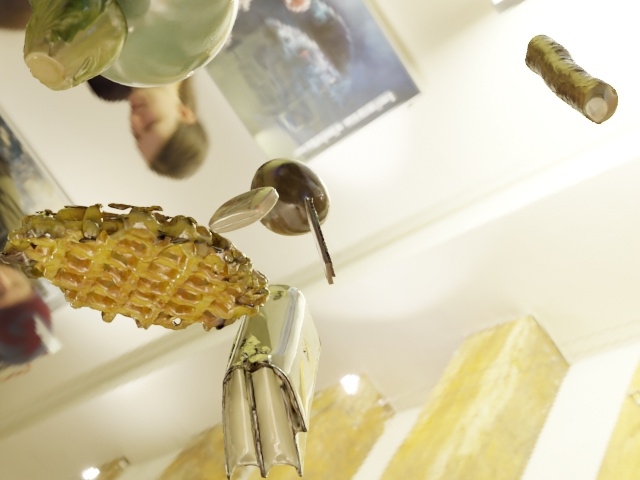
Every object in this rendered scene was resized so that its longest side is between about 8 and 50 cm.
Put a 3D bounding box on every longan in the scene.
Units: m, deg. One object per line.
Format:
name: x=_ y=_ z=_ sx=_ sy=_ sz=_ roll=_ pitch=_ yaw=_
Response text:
longan: x=-0.076 y=-0.101 z=2.231 sx=0.198 sy=0.198 sz=0.212 roll=-35 pitch=-130 yaw=-2

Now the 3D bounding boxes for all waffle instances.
waffle: x=-0.273 y=0.043 z=1.457 sx=0.379 sy=0.382 sz=0.095 roll=0 pitch=-114 yaw=20

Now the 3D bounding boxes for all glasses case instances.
glasses case: x=-0.159 y=-0.061 z=1.911 sx=0.204 sy=0.051 sz=0.081 roll=-17 pitch=-152 yaw=49

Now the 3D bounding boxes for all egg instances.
egg: x=-0.283 y=-0.396 z=1.552 sx=0.276 sy=0.276 sz=0.389 roll=-40 pitch=-165 yaw=-28

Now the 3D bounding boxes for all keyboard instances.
keyboard: x=0.000 y=0.000 z=1.549 sx=0.017 sy=0.055 sz=0.166 roll=-13 pitch=-136 yaw=-5

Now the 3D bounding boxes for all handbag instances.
handbag: x=-0.089 y=0.254 z=1.759 sx=0.160 sy=0.237 sz=0.358 roll=-6 pitch=-161 yaw=5

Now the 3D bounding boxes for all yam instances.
yam: x=0.377 y=-0.249 z=1.435 sx=0.066 sy=0.066 sz=0.300 roll=-33 pitch=-155 yaw=11

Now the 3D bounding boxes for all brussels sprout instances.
brussels sprout: x=-0.348 y=-0.302 z=1.322 sx=0.145 sy=0.131 sz=0.183 roll=-16 pitch=-128 yaw=-1
